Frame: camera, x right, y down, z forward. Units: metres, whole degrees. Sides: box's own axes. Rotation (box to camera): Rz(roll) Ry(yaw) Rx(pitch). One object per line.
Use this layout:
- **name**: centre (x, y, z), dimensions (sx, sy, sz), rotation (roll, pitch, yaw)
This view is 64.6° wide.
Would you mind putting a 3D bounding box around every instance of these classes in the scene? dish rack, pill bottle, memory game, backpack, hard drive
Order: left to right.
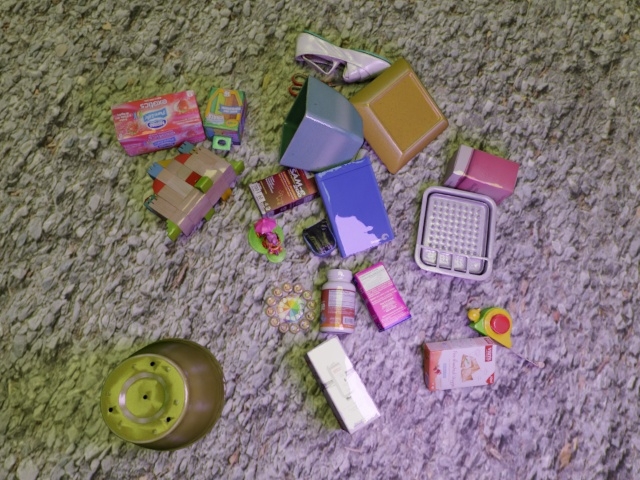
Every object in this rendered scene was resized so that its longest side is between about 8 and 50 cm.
- **memory game**: centre (-0.104, 0.240, 1.798), dimensions (0.186, 0.012, 0.186), rotation (1, 76, -4)
- **backpack**: centre (0.000, 0.000, 1.831), dimensions (0.105, 0.084, 0.114), rotation (-28, 74, -10)
- **pill bottle**: centre (0.061, 0.214, 1.761), dimensions (0.121, 0.121, 0.216), rotation (4, 74, -3)
- **hard drive**: centre (0.125, -0.121, 1.840), dimensions (0.210, 0.040, 0.318), rotation (-20, 98, -9)
- **dish rack**: centre (0.497, -0.023, 1.881), dimensions (0.286, 0.072, 0.332), rotation (11, 75, 0)

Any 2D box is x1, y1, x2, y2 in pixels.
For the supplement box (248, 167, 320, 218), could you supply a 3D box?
- **supplement box**: centre (-0.130, -0.185, 1.877), dimensions (0.240, 0.073, 0.130), rotation (-24, 78, -11)

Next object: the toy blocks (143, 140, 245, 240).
- **toy blocks**: centre (-0.498, -0.207, 1.821), dimensions (0.261, 0.190, 0.381), rotation (32, 74, 16)

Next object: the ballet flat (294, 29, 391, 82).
- **ballet flat**: centre (0.080, -0.701, 2.005), dimensions (0.401, 0.139, 0.139), rotation (22, 75, 5)

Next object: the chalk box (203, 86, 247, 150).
- **chalk box**: centre (-0.358, -0.443, 1.897), dimensions (0.133, 0.132, 0.212), rotation (7, 75, -2)

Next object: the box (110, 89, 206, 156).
- **box**: centre (-0.590, -0.430, 1.868), dimensions (0.300, 0.154, 0.142), rotation (-14, 77, -9)

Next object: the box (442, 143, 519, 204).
- **box**: centre (0.600, -0.246, 1.907), dimensions (0.233, 0.148, 0.126), rotation (19, 76, 2)

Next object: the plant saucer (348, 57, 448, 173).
- **plant saucer**: centre (0.310, -0.481, 1.927), dimensions (0.333, 0.081, 0.332), rotation (-42, 103, -12)

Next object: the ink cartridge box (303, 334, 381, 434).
- **ink cartridge box**: centre (0.062, 0.466, 1.650), dimensions (0.117, 0.207, 0.282), rotation (-27, 78, -12)

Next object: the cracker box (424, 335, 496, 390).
- **cracker box**: centre (0.475, 0.421, 1.729), dimensions (0.233, 0.067, 0.155), rotation (-6, 109, -6)

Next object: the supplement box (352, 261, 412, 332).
- **supplement box**: centre (0.212, 0.200, 1.781), dimensions (0.114, 0.111, 0.220), rotation (-24, 78, -9)

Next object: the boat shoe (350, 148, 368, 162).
- **boat shoe**: centre (0.108, -0.250, 1.919), dimensions (0.076, 0.083, 0.226), rotation (18, 70, 24)

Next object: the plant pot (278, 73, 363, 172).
- **plant pot**: centre (0.015, -0.395, 1.836), dimensions (0.253, 0.247, 0.247), rotation (18, 47, -19)

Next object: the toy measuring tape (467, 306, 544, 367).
- **toy measuring tape**: centre (0.666, 0.324, 1.789), dimensions (0.330, 0.121, 0.121), rotation (32, 75, -5)

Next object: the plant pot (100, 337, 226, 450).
- **plant pot**: centre (-0.490, 0.471, 1.534), dimensions (0.367, 0.353, 0.366), rotation (1, 76, -4)

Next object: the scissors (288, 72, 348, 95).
- **scissors**: centre (0.022, -0.616, 2.030), dimensions (0.297, 0.021, 0.108), rotation (2, 66, -6)

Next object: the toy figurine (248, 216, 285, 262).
- **toy figurine**: centre (-0.184, -0.013, 1.783), dimensions (0.130, 0.159, 0.173), rotation (-28, 80, -11)
